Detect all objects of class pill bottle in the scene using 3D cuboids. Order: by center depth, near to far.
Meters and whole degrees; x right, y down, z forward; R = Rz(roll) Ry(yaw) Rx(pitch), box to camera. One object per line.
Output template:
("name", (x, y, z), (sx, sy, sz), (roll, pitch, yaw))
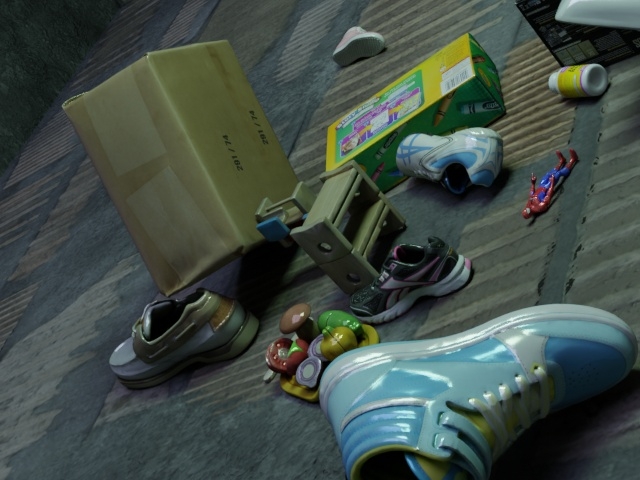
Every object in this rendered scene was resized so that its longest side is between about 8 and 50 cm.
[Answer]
("pill bottle", (0.348, -0.216, 1.877), (0.043, 0.043, 0.083), (-50, 25, -19))

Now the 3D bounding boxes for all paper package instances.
("paper package", (-0.188, -0.117, 2.089), (0.168, 0.324, 0.309), (-28, 1, 23))

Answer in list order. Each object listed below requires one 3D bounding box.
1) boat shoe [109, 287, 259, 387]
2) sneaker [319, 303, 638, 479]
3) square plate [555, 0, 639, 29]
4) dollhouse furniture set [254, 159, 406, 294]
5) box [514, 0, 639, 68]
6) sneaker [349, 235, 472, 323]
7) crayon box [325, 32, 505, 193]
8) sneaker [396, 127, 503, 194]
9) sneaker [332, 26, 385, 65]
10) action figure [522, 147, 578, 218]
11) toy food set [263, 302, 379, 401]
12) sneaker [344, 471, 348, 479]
("boat shoe", (-0.226, 0.137, 2.073), (0.302, 0.103, 0.113), (-23, 32, 40))
("sneaker", (0.163, 0.176, 1.313), (0.319, 0.127, 0.208), (-14, 30, 4))
("square plate", (0.499, -0.371, 1.707), (0.344, 0.049, 0.347), (8, 47, 23))
("dollhouse furniture set", (0.000, 0.000, 1.934), (0.184, 0.129, 0.129), (-22, 30, 41))
("box", (0.383, -0.321, 1.878), (0.180, 0.147, 0.077), (-20, 31, 43))
("sneaker", (0.104, 0.041, 1.764), (0.178, 0.077, 0.072), (-28, 25, 31))
("crayon box", (0.138, -0.181, 2.096), (0.278, 0.081, 0.165), (-33, 24, 19))
("sneaker", (0.170, -0.105, 1.923), (0.237, 0.085, 0.086), (-4, 69, 65))
("sneaker", (0.079, -0.374, 2.563), (0.134, 0.051, 0.070), (-17, 38, 52))
("action figure", (0.284, -0.070, 1.744), (0.038, 0.030, 0.115), (-1, 47, 50))
("toy food set", (-0.017, 0.134, 1.797), (0.128, 0.071, 0.218), (-50, 24, -18))
("sneaker", (0.075, 0.277, 1.362), (0.153, 0.101, 0.269), (-48, 24, -17))
